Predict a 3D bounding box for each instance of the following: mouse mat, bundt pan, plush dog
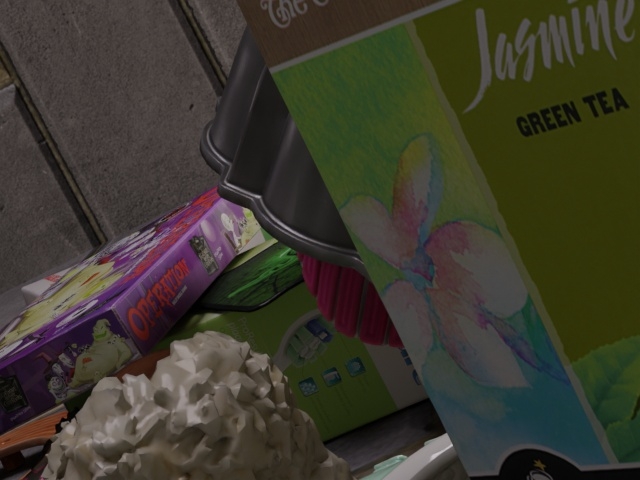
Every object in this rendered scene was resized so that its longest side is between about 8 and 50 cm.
[{"bbox_3d":[0.000,0.000,1.224,0.190,0.007,0.152,-31,12,-21],"label":"mouse mat"},{"bbox_3d":[0.097,-0.090,1.054,0.331,0.124,0.331,9,27,-5],"label":"bundt pan"},{"bbox_3d":[-0.051,0.198,0.611,0.225,0.211,0.262,-51,-7,-35],"label":"plush dog"}]

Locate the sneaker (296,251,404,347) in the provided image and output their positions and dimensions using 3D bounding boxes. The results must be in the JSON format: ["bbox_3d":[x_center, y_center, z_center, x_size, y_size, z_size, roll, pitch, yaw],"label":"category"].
[{"bbox_3d":[0.095,0.027,1.090,0.252,0.103,0.111,28,22,29],"label":"sneaker"}]

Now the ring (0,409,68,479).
[{"bbox_3d":[-0.326,0.241,1.505,0.337,0.032,0.336,-26,10,5],"label":"ring"}]

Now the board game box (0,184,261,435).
[{"bbox_3d":[-0.163,0.049,1.290,0.208,0.056,0.347,-24,11,21],"label":"board game box"}]

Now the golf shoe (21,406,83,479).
[{"bbox_3d":[-0.175,0.198,1.166,0.273,0.105,0.120,-32,24,9],"label":"golf shoe"}]

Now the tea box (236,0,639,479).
[{"bbox_3d":[0.201,-0.045,0.642,0.329,0.323,0.220,-35,12,-37],"label":"tea box"}]

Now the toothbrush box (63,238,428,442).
[{"bbox_3d":[-0.024,0.072,1.289,0.283,0.122,0.206,-23,10,17],"label":"toothbrush box"}]

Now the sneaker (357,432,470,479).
[{"bbox_3d":[0.043,0.128,0.835,0.256,0.094,0.151,-29,15,4],"label":"sneaker"}]

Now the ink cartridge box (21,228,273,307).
[{"bbox_3d":[-0.137,0.048,1.675,0.278,0.117,0.201,-23,7,-14],"label":"ink cartridge box"}]
